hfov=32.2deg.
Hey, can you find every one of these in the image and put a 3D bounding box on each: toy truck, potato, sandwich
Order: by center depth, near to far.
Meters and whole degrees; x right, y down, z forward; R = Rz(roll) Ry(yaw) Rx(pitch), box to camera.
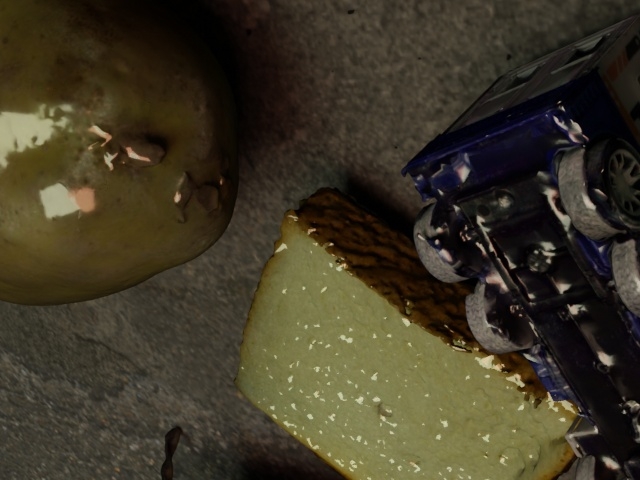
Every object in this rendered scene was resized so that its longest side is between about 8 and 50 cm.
[{"bbox_3d":[0.179,0.027,0.615,0.124,0.155,0.268,-19,109,46],"label":"toy truck"},{"bbox_3d":[-0.191,-0.072,0.792,0.326,0.221,0.243,-23,96,59],"label":"potato"},{"bbox_3d":[0.067,0.100,0.805,0.251,0.087,0.226,34,135,14],"label":"sandwich"}]

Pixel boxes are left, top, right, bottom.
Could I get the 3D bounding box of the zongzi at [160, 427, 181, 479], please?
[{"bbox_3d":[0.021,0.443,1.001,0.500,0.218,0.467,5,124,37],"label":"zongzi"}]
